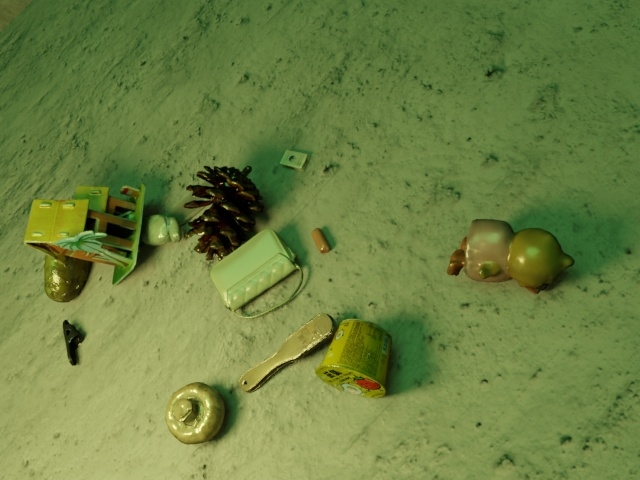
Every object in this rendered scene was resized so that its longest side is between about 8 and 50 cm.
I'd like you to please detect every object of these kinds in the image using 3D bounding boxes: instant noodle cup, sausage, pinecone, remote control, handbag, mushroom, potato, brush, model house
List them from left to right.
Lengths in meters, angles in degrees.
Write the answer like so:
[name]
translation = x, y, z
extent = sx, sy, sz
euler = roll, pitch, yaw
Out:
[potato]
translation = -0.827, 0.080, 2.132
extent = 0.113, 0.149, 0.251
euler = 1, 72, 37
[model house]
translation = -0.704, -0.072, 1.987
extent = 0.340, 0.324, 0.300
euler = -33, 50, 49
[mushroom]
translation = -0.335, 0.457, 1.737
extent = 0.166, 0.127, 0.166
euler = -8, 58, 13
[remote control]
translation = -0.400, -0.133, 2.131
extent = 0.245, 0.022, 0.077
euler = -39, 55, 1
[pinecone]
translation = -0.296, -0.090, 1.942
extent = 0.244, 0.244, 0.309
euler = 21, 89, 31
[handbag]
translation = -0.176, 0.110, 1.881
extent = 0.256, 0.079, 0.219
euler = -35, 67, 4
[brush]
translation = -0.083, 0.307, 1.750
extent = 0.327, 0.065, 0.070
euler = -38, 62, 14
[sausage]
translation = 0.000, 0.000, 1.878
extent = 0.034, 0.034, 0.083
euler = -30, 55, 7
[instant noodle cup]
translation = 0.094, 0.287, 1.614
extent = 0.182, 0.182, 0.144
euler = 6, 58, 26

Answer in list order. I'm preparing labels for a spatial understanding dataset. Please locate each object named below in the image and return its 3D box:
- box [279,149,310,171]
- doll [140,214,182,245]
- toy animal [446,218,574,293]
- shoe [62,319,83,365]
[box]
translation = -0.080, -0.251, 2.050
extent = 0.083, 0.024, 0.054
euler = 16, 74, 29
[doll]
translation = -0.526, -0.034, 2.098
extent = 0.214, 0.071, 0.103
euler = 3, 86, 36
[toy animal]
translation = 0.466, 0.035, 1.581
extent = 0.281, 0.169, 0.195
euler = 15, 37, 27
[shoe]
translation = -0.768, 0.316, 2.043
extent = 0.053, 0.062, 0.159
euler = -19, 57, -1
